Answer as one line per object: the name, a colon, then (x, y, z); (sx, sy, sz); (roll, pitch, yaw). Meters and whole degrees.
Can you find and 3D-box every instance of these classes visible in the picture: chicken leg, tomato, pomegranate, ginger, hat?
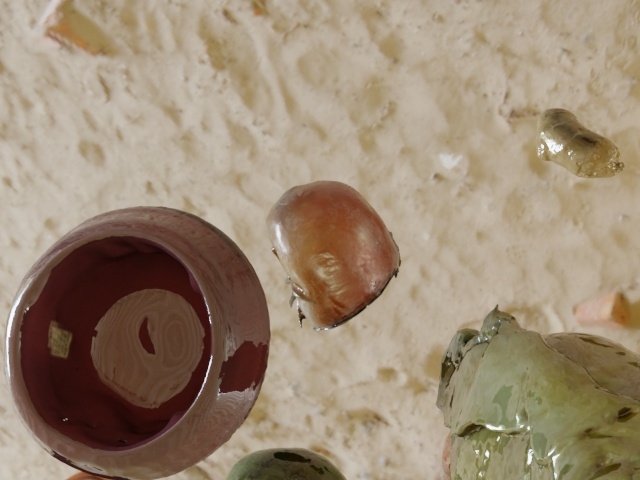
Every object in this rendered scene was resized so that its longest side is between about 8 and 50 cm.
chicken leg: (0.155, 0.126, 0.437); (0.153, 0.429, 0.201); (-8, 86, -2)
tomato: (0.000, 0.000, 1.281); (0.155, 0.181, 0.214); (55, 178, -21)
pomegranate: (-0.050, 0.350, 1.155); (0.187, 0.187, 0.225); (38, 152, -3)
ginger: (0.412, -0.158, 1.537); (0.190, 0.095, 0.069); (45, 145, 43)
hat: (-0.128, 0.073, 0.675); (0.205, 0.205, 0.089); (16, 176, 20)

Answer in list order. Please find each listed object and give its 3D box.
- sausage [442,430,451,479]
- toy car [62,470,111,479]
sausage: (0.240, 0.277, 1.190); (0.133, 0.133, 0.258); (-5, 164, 36)
toy car: (-0.258, 0.341, 0.992); (0.180, 0.212, 0.270); (48, 165, -4)
